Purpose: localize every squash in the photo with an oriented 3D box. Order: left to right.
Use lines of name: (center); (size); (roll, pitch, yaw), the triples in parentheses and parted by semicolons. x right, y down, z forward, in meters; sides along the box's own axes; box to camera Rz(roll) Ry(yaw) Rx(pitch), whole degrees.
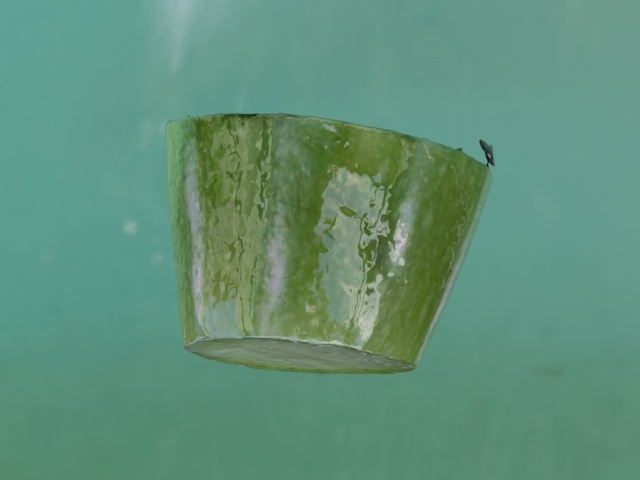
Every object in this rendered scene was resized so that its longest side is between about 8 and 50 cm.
squash: (0.000, 0.000, 0.886); (0.170, 0.122, 0.170); (6, 169, 1)
